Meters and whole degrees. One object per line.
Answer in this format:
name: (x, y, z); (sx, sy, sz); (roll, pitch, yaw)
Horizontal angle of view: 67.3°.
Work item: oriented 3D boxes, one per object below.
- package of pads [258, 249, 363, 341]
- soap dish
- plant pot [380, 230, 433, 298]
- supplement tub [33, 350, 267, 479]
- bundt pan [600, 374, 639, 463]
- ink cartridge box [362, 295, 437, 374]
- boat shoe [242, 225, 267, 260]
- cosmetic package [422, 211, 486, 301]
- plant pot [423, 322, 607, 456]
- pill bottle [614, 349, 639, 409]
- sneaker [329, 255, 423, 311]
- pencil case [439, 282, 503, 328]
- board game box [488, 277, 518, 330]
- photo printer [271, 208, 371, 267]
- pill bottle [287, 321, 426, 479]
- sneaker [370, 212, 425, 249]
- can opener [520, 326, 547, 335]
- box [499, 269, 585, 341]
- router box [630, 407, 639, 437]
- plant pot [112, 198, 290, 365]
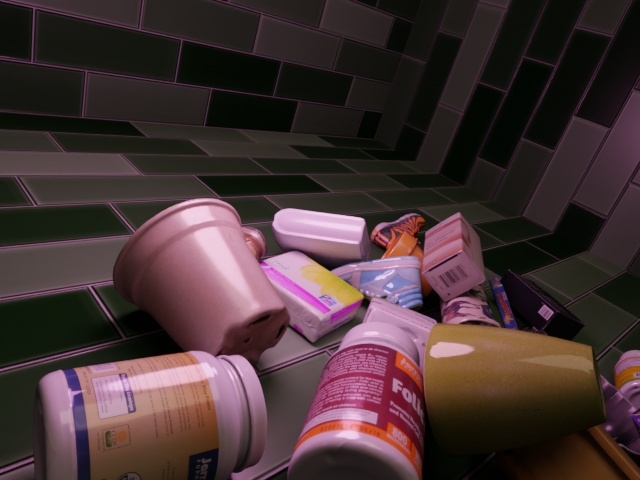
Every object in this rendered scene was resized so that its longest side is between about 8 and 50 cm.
package of pads: (-0.048, 0.147, 1.397); (0.296, 0.101, 0.229); (32, 28, 27)
soap dish: (0.506, 0.479, 0.940); (0.118, 0.228, 0.291); (53, 6, -34)
plant pot: (0.300, 0.104, 1.646); (0.188, 0.205, 0.205); (38, 26, 3)
supplement tub: (-0.267, 0.301, 0.765); (0.316, 0.229, 0.228); (-1, 30, -35)
bundt pan: (0.655, 0.435, 1.218); (0.330, 0.124, 0.331); (24, 24, -11)
ink cartridge box: (0.206, 0.243, 1.252); (0.198, 0.115, 0.273); (22, 3, 8)
boat shoe: (-0.312, 0.019, 1.384); (0.323, 0.123, 0.120); (2, 35, 28)
cosmetic package: (0.429, 0.045, 1.560); (0.129, 0.153, 0.296); (49, 26, -11)
plant pot: (0.395, 0.293, 0.965); (0.293, 0.275, 0.274); (-11, 9, 31)
pill bottle: (0.978, 0.435, 1.467); (0.136, 0.137, 0.245); (27, 26, 19)
sneaker: (0.164, 0.172, 1.476); (0.318, 0.208, 0.127); (-11, -20, 11)
pencil case: (0.479, 0.216, 1.551); (0.183, 0.160, 0.410); (28, 25, -3)
board game box: (0.598, 0.231, 1.555); (0.035, 0.201, 0.136); (-19, 2, 15)
photo printer: (0.000, 0.000, 1.544); (0.307, 0.107, 0.256); (9, -22, 14)
pill bottle: (0.093, 0.339, 0.943); (0.223, 0.224, 0.392); (21, 25, 5)
sneaker: (0.371, -0.006, 2.016); (0.321, 0.125, 0.180); (-19, 47, -38)
can opener: (0.740, 0.381, 1.517); (0.093, 0.074, 0.280); (-24, 33, -6)
box: (0.789, 0.238, 1.745); (0.184, 0.103, 0.261); (20, 20, -30)
router box: (0.841, 0.494, 1.107); (0.308, 0.081, 0.243); (8, 62, -45)
plant pot: (-0.243, 0.128, 1.092); (0.333, 0.334, 0.305); (-11, 48, -47)
